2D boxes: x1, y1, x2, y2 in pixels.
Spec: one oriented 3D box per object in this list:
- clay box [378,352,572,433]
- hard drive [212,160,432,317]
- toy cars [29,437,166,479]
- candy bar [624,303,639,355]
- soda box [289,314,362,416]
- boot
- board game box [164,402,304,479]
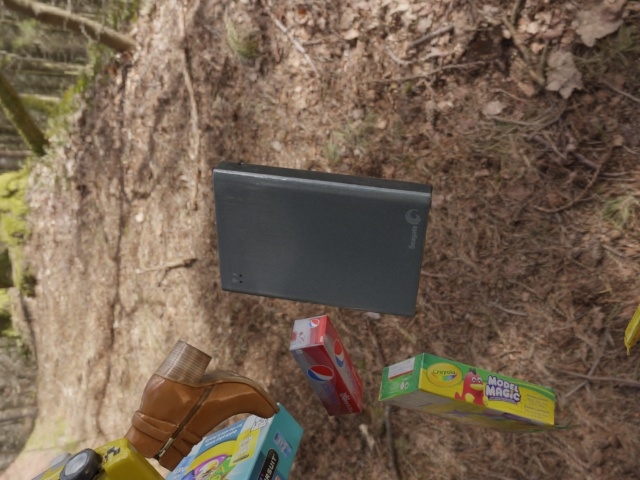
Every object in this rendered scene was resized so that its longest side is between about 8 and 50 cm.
[{"bbox_3d":[0.205,0.211,0.807,0.127,0.222,0.053,133,151,-62],"label":"clay box"},{"bbox_3d":[0.000,0.000,0.394,0.022,0.135,0.094,-71,-15,-56],"label":"hard drive"},{"bbox_3d":[-0.264,0.338,0.584,0.087,0.177,0.393,-121,49,-66],"label":"toy cars"},{"bbox_3d":[0.466,0.091,0.854,0.018,0.040,0.161,21,120,13],"label":"candy bar"},{"bbox_3d":[0.019,0.295,1.397,0.092,0.084,0.263,-82,-27,-48],"label":"soda box"},{"bbox_3d":[-0.160,0.243,0.819,0.073,0.197,0.152,-3,55,57],"label":"boot"},{"bbox_3d":[-0.183,0.440,0.969,0.254,0.336,0.079,-31,105,25],"label":"board game box"}]
